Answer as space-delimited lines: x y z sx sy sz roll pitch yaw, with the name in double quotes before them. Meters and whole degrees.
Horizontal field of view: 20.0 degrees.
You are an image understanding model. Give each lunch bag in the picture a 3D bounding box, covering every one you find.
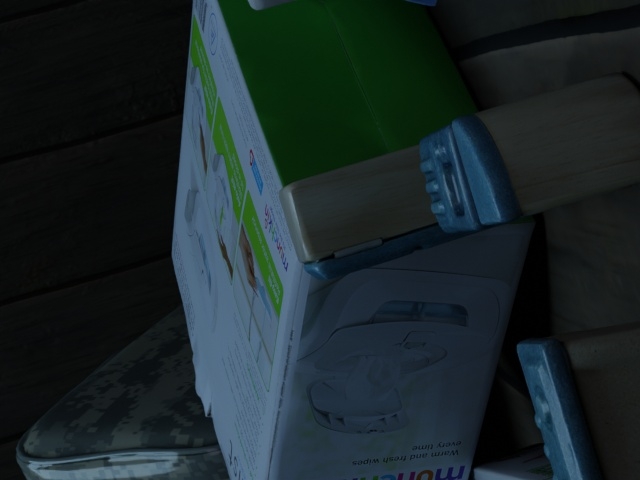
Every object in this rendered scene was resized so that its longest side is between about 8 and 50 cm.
"lunch bag" -0.022 0.177 1.242 0.305 0.212 0.256 -43 -59 -52

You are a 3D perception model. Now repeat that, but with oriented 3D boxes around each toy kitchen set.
"toy kitchen set" 0.069 0.036 0.724 0.207 0.122 0.166 163 91 -85

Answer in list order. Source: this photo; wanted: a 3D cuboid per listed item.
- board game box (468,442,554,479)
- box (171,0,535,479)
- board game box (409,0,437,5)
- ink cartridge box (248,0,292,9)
"board game box" 0.140 0.195 0.857 0.305 0.053 0.193 120 133 -83
"box" 0.000 0.000 1.015 0.262 0.126 0.231 -111 22 -48
"board game box" -0.033 -0.180 0.964 0.211 0.160 0.039 -116 38 -66
"ink cartridge box" -0.022 -0.274 0.748 0.207 0.117 0.283 -112 7 -48
